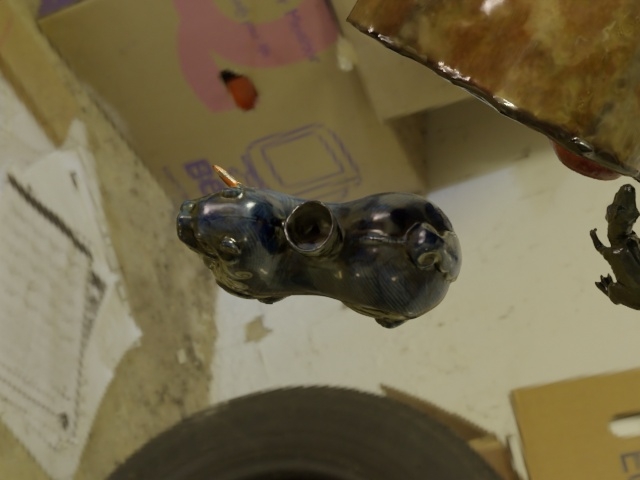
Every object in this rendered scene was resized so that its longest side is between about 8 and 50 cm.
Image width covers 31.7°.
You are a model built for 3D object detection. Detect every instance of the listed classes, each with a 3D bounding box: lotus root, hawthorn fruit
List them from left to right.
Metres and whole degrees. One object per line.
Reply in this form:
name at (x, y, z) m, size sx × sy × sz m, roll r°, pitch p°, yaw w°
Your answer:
lotus root at (0.222, -0.196, 0.986) m, size 0.316 × 0.250 × 0.316 m, roll 35°, pitch 6°, yaw -4°
hawthorn fruit at (0.413, -0.151, 1.665) m, size 0.162 × 0.163 × 0.203 m, roll 64°, pitch 24°, yaw -24°

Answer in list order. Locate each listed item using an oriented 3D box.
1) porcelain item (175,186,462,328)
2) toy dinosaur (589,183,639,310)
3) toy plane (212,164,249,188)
porcelain item at (0.000, 0.000, 1.170) m, size 0.186 × 0.288 × 0.138 m, roll 48°, pitch 51°, yaw -69°
toy dinosaur at (0.385, 0.034, 1.348) m, size 0.187 × 0.087 × 0.179 m, roll 60°, pitch 1°, yaw -9°
toy plane at (-0.080, -0.028, 1.511) m, size 0.188 × 0.062 × 0.135 m, roll 38°, pitch 43°, yaw 9°
